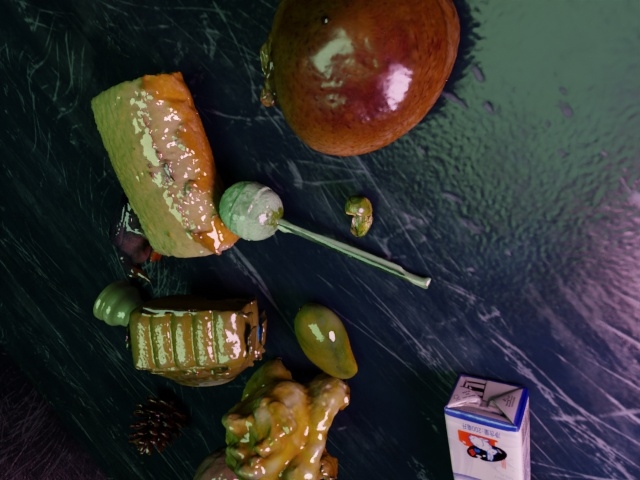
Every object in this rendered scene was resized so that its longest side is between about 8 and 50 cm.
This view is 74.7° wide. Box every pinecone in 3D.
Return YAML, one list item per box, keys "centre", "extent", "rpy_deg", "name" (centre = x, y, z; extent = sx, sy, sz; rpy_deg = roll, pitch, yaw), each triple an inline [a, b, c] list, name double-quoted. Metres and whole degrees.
- centre: [-0.595, 0.666, 1.510]
  extent: [0.208, 0.208, 0.207]
  rpy_deg: [16, 122, 27]
  name: "pinecone"

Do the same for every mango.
- centre: [0.005, 0.225, 0.930]
  extent: [0.122, 0.085, 0.191]
  rpy_deg: [-8, 109, 34]
  name: "mango"

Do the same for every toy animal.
- centre: [-0.465, -0.023, 1.092]
  extent: [0.186, 0.122, 0.298]
  rpy_deg: [20, 123, 25]
  name: "toy animal"

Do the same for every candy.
- centre: [0.000, 0.000, 0.818]
  extent: [0.440, 0.119, 0.119]
  rpy_deg: [23, 126, 12]
  name: "candy"

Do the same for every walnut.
- centre: [-0.268, 0.764, 1.312]
  extent: [0.227, 0.273, 0.273]
  rpy_deg: [58, 140, 39]
  name: "walnut"

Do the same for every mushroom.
- centre: [0.034, -0.250, 0.584]
  extent: [0.283, 0.195, 0.263]
  rpy_deg: [-3, 118, 35]
  name: "mushroom"

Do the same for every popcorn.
- centre: [-0.104, 0.442, 1.002]
  extent: [0.321, 0.290, 0.325]
  rpy_deg: [-51, 53, 44]
  name: "popcorn"

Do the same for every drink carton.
- centre: [0.328, 0.418, 0.804]
  extent: [0.131, 0.107, 0.314]
  rpy_deg: [2, 117, 35]
  name: "drink carton"

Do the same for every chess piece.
- centre: [-0.551, 0.243, 1.298]
  extent: [0.251, 0.144, 0.144]
  rpy_deg: [29, 128, 10]
  name: "chess piece"

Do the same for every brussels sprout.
- centre: [0.072, -0.047, 0.764]
  extent: [0.046, 0.051, 0.083]
  rpy_deg: [51, 165, 39]
  name: "brussels sprout"

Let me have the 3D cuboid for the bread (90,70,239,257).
- centre: [-0.321, -0.146, 0.901]
  extent: [0.237, 0.165, 0.375]
  rpy_deg: [2, 115, 38]
  name: "bread"

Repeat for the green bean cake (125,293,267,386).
- centre: [-0.280, 0.239, 1.046]
  extent: [0.310, 0.285, 0.201]
  rpy_deg: [-1, 91, 10]
  name: "green bean cake"
